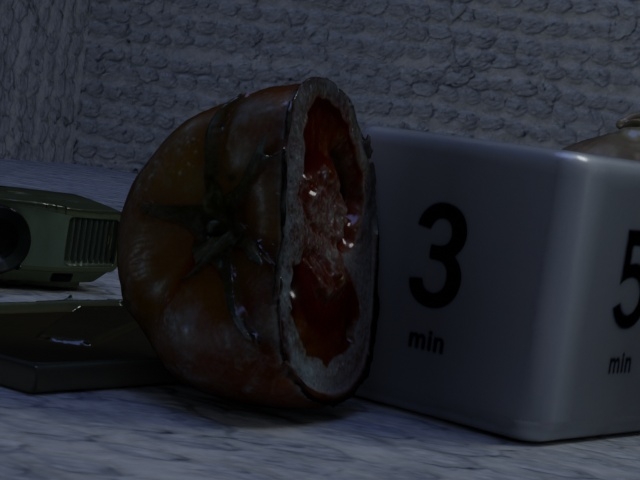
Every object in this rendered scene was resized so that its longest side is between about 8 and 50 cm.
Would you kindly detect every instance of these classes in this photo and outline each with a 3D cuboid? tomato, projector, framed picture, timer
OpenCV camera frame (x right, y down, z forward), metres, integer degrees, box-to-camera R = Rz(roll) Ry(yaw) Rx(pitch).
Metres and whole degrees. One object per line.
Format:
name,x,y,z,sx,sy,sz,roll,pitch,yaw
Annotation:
tomato,-0.056,0.007,1.079,0.155,0.214,0.181,-5,-17,27
projector,-0.331,-0.009,1.546,0.269,0.088,0.193,5,6,-27
framed picture,-0.174,0.072,1.189,0.232,0.024,0.315,11,6,37
timer,0.141,0.028,1.174,0.192,0.195,0.194,11,4,40

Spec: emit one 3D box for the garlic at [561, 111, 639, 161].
garlic,0.300,0.030,1.404,0.322,0.241,0.322,17,22,-7
